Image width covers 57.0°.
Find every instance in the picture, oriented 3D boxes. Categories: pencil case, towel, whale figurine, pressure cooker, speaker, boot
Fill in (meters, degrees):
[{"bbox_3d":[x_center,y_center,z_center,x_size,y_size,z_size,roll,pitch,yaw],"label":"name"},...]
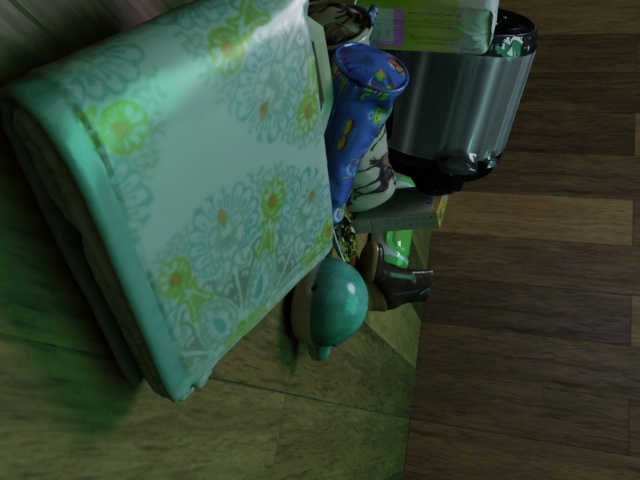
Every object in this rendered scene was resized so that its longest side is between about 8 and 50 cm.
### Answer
[{"bbox_3d":[0.048,-0.238,1.098,0.183,0.160,0.410,-43,143,-22],"label":"pencil case"},{"bbox_3d":[-0.114,-0.049,0.621,0.320,0.090,0.375,-45,142,-38],"label":"towel"},{"bbox_3d":[0.035,0.142,1.197,0.272,0.141,0.216,61,37,-62],"label":"whale figurine"},{"bbox_3d":[0.276,-0.322,1.375,0.370,0.375,0.421,-35,143,-45],"label":"pressure cooker"},{"bbox_3d":[0.220,-0.043,1.773,0.131,0.131,0.297,65,34,-58],"label":"speaker"},{"bbox_3d":[0.214,0.091,1.648,0.090,0.206,0.249,-114,-159,-50],"label":"boot"},{"bbox_3d":[0.030,-0.159,0.955,0.133,0.119,0.306,-58,174,-50],"label":"pencil case"}]

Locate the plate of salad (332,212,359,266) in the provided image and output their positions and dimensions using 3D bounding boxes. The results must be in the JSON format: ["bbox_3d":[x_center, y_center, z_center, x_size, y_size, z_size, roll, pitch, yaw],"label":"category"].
[{"bbox_3d":[0.052,-0.034,1.290,0.200,0.048,0.200,-14,90,-78],"label":"plate of salad"}]

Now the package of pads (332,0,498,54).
[{"bbox_3d":[0.183,-0.456,1.106,0.101,0.296,0.229,80,22,-51],"label":"package of pads"}]

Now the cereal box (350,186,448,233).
[{"bbox_3d":[0.186,-0.078,1.460,0.173,0.240,0.047,-57,137,-55],"label":"cereal box"}]

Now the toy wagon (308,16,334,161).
[{"bbox_3d":[-0.099,-0.145,0.731,0.344,0.068,0.267,-47,142,-32],"label":"toy wagon"}]

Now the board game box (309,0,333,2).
[{"bbox_3d":[0.014,-0.461,1.137,0.347,0.056,0.208,76,21,-46],"label":"board game box"}]
